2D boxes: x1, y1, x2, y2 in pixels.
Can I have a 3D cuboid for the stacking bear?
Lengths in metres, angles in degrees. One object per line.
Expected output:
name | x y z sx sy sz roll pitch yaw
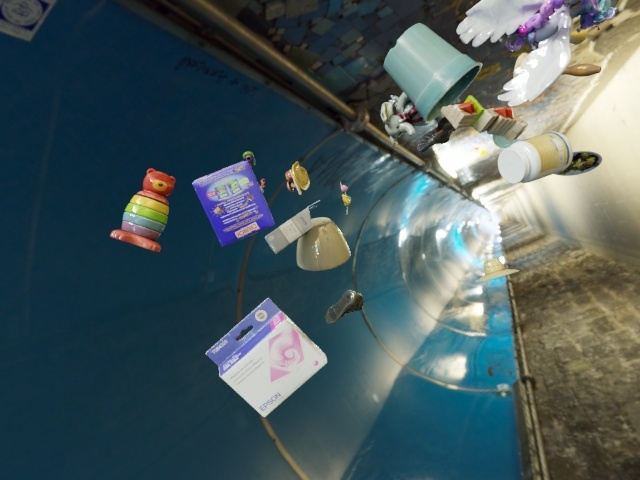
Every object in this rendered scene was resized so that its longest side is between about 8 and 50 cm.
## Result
stacking bear | -0.639 -0.121 1.569 0.175 0.164 0.289 21 -98 -21

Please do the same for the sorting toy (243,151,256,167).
sorting toy | -0.347 -0.383 2.059 0.102 0.061 0.042 99 160 -48

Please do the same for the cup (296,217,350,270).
cup | 0.000 0.000 2.511 0.331 0.330 0.237 -63 -34 -63

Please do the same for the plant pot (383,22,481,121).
plant pot | 0.493 -0.784 1.939 0.334 0.341 0.341 47 -160 9

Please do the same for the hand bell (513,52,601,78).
hand bell | 0.777 -0.555 1.370 0.126 0.242 0.126 -15 -67 -39

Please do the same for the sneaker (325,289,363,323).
sneaker | 0.127 0.335 2.047 0.130 0.227 0.087 20 -150 -40

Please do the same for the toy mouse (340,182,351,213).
toy mouse | 0.134 -0.234 2.168 0.143 0.031 0.161 -75 -30 -66

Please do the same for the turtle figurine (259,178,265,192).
turtle figurine | -0.358 -0.248 2.186 0.118 0.234 0.175 6 -97 -28

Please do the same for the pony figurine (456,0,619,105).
pony figurine | 0.588 -0.564 1.083 0.363 0.351 0.303 -22 -104 -46

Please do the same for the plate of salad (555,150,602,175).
plate of salad | 1.061 -0.312 1.756 0.200 0.199 0.048 35 -124 -51

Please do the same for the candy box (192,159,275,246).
candy box | -0.391 -0.171 1.914 0.122 0.268 0.317 -127 16 -73

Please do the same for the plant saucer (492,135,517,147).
plant saucer | 0.911 -0.514 2.065 0.021 0.119 0.119 -18 -98 -59

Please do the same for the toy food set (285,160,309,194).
toy food set | -0.118 -0.278 1.906 0.128 0.071 0.218 64 -160 -16

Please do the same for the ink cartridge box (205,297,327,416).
ink cartridge box | -0.200 0.438 1.556 0.330 0.324 0.071 47 -177 -14

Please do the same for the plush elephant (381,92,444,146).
plush elephant | 0.459 -0.658 2.264 0.272 0.329 0.256 39 -104 -48

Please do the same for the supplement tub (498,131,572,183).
supplement tub | 0.726 -0.279 1.427 0.144 0.199 0.145 162 90 -75

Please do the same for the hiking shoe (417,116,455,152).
hiking shoe | 0.591 -0.508 2.101 0.114 0.227 0.086 38 -163 -35

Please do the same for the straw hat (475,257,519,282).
straw hat | 0.562 0.088 1.360 0.144 0.144 0.061 4 -112 -65

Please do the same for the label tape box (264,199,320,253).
label tape box | -0.128 -0.067 2.264 0.115 0.347 0.249 57 174 -1

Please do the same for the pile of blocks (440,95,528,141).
pile of blocks | 0.658 -0.496 1.637 0.361 0.113 0.149 8 -128 -18
